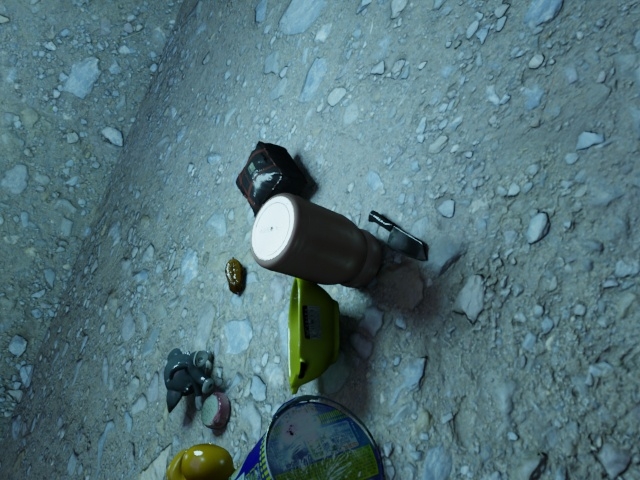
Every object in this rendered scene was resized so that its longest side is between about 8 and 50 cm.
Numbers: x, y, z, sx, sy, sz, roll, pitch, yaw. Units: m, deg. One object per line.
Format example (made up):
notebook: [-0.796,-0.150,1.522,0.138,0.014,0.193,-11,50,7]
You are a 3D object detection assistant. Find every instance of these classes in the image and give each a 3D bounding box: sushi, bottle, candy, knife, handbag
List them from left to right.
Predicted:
candy: [-0.290,0.470,2.097,0.103,0.043,0.103,-32,47,42]
sushi: [-0.254,0.101,2.236,0.060,0.061,0.118,105,173,-66]
handbag: [-0.144,-0.161,2.133,0.169,0.155,0.215,-61,36,24]
bottle: [0.000,0.000,1.720,0.173,0.296,0.206,-47,44,28]
knife: [0.175,-0.004,1.725,0.230,0.028,0.060,37,116,52]

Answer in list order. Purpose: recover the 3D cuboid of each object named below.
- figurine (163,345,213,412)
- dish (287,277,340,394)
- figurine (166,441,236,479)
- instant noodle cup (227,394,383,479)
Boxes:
figurine: [-0.378,0.390,2.171,0.265,0.140,0.193,119,148,-70]
dish: [-0.013,0.215,1.756,0.221,0.108,0.263,105,165,-58]
figurine: [-0.286,0.631,1.875,0.215,0.215,0.228,-39,32,37]
instant noodle cup: [-0.064,0.517,1.586,0.312,0.284,0.284,-48,38,40]
